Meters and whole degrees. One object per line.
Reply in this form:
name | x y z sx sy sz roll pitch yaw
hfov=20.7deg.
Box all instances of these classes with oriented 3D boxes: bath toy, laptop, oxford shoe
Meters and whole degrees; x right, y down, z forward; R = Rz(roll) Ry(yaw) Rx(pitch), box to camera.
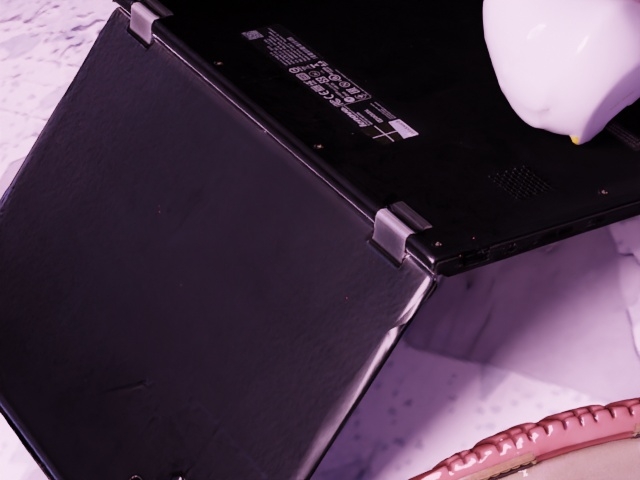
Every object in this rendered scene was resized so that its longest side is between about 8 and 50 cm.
bath toy | 0.229 -0.191 1.095 0.348 0.151 0.129 -37 73 -23
laptop | 0.000 0.000 1.155 0.408 0.236 0.382 -17 39 -29
oxford shoe | 0.088 0.172 0.921 0.348 0.123 0.130 -20 80 1
